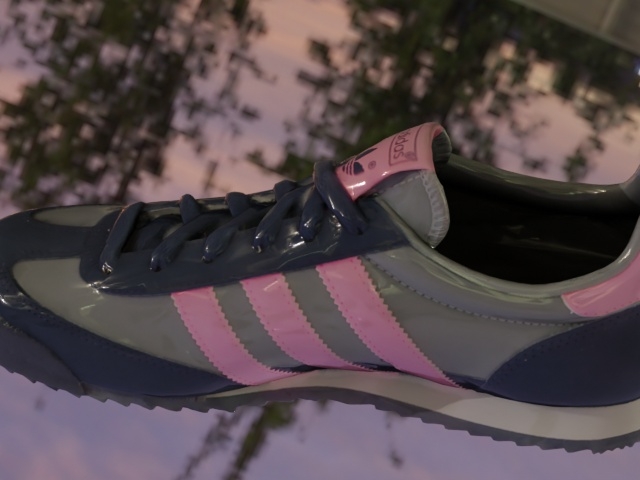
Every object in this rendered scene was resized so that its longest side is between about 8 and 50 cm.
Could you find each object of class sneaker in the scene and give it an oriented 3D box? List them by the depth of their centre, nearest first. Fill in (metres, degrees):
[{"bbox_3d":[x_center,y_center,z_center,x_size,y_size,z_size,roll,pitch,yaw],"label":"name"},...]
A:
[{"bbox_3d":[0.000,0.000,0.733,0.319,0.131,0.112,4,-141,1],"label":"sneaker"}]
